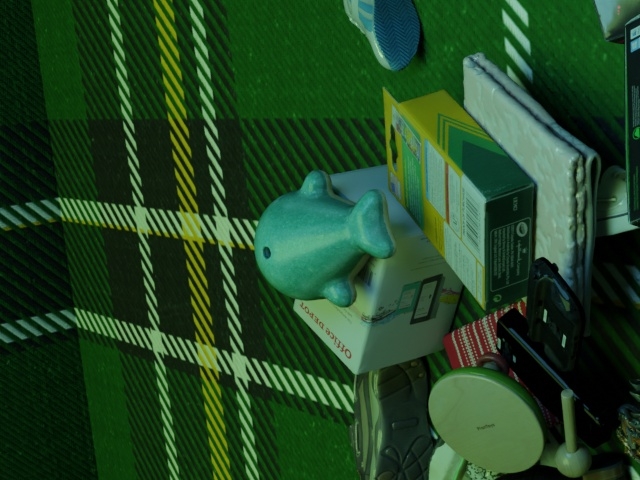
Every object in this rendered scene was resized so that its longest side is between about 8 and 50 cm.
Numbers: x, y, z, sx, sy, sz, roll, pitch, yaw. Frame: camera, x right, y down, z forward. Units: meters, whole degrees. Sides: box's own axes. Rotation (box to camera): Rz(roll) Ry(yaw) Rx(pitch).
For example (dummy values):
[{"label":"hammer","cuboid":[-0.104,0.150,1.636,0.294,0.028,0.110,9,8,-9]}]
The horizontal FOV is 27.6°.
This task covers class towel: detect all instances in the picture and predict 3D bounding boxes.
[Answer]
[{"label":"towel","cuboid":[0.303,0.208,2.055,0.275,0.031,0.199,-32,74,55]},{"label":"towel","cuboid":[0.293,-0.059,1.849,0.317,0.053,0.332,-127,24,-50]}]

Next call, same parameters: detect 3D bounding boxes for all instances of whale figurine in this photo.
[{"label":"whale figurine","cuboid":[0.000,0.000,1.979,0.272,0.141,0.216,-14,87,54]}]

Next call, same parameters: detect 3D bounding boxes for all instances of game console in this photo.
[{"label":"game console","cuboid":[0.327,0.150,1.786,0.213,0.044,0.361,47,165,26]}]

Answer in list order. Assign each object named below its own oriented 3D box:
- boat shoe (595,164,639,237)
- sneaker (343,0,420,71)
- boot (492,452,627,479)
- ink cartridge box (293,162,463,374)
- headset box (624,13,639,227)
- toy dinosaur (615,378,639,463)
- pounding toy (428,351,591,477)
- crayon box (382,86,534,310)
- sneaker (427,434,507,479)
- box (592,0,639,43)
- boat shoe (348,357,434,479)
[{"label":"boat shoe","cuboid":[0.413,-0.061,1.752,0.267,0.096,0.088,-16,91,65]},{"label":"sneaker","cuboid":[0.095,-0.373,2.136,0.092,0.087,0.229,129,128,-58]},{"label":"boot","cuboid":[0.350,0.389,1.927,0.219,0.082,0.106,-14,99,19]},{"label":"ink cartridge box","cuboid":[0.105,0.043,2.144,0.198,0.197,0.270,44,134,39]},{"label":"headset box","cuboid":[0.482,-0.115,1.422,0.131,0.283,0.246,-27,54,55]},{"label":"toy dinosaur","cuboid":[0.515,0.252,1.692,0.322,0.164,0.218,-1,115,38]},{"label":"pounding toy","cuboid":[0.285,0.239,1.898,0.236,0.110,0.183,7,127,32]},{"label":"crayon box","cuboid":[0.198,-0.077,1.906,0.323,0.083,0.203,-125,22,-46]},{"label":"sneaker","cuboid":[0.264,0.425,2.089,0.182,0.158,0.410,19,136,19]},{"label":"box","cuboid":[0.394,-0.388,1.562,0.165,0.143,0.270,-19,87,27]},{"label":"boat shoe","cuboid":[0.122,0.354,2.308,0.130,0.132,0.355,-165,75,-64]}]
